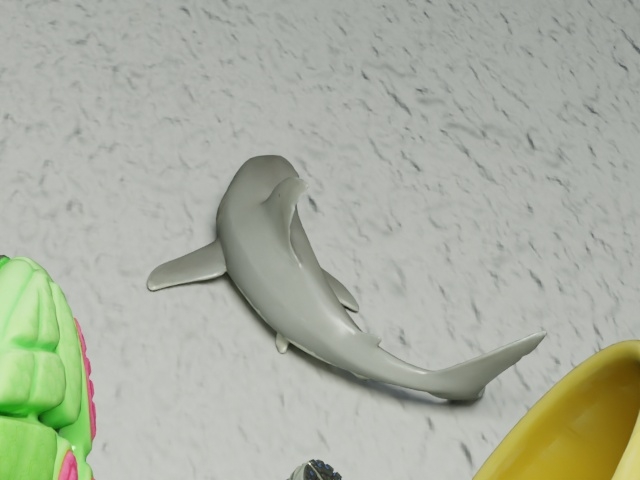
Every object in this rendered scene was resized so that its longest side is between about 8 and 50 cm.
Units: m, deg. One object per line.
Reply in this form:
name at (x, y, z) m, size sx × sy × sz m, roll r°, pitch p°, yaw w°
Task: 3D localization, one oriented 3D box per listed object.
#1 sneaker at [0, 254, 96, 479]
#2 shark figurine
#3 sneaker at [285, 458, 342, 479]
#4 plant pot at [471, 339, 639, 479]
sneaker at (-0.239, 0.193, 0.772) m, size 0.202 × 0.185 × 0.483 m, roll 17°, pitch 59°, yaw 17°
shark figurine at (0.002, 0.018, 1.278) m, size 0.166 × 0.116 × 0.278 m, roll -18°, pitch 48°, yaw -39°
sneaker at (-0.007, 0.197, 1.095) m, size 0.052 × 0.058 × 0.135 m, roll 24°, pitch 49°, yaw -39°
plant pot at (0.188, 0.220, 1.009) m, size 0.239 × 0.254 × 0.254 m, roll 35°, pitch 35°, yaw -6°
